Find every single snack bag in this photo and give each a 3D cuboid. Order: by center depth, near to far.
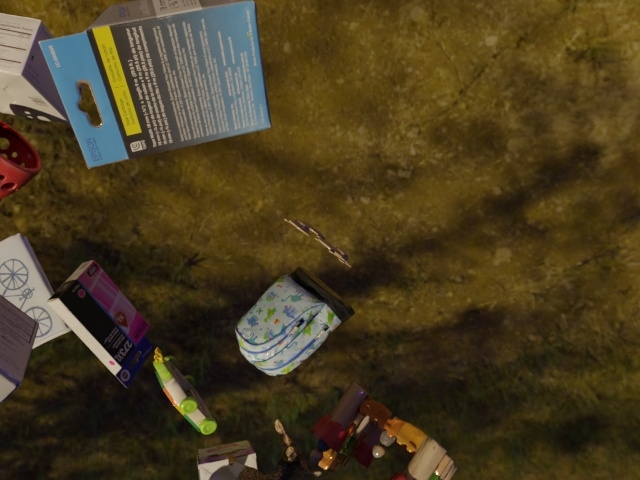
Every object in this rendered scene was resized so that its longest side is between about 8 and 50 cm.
[{"bbox_3d":[-0.940,0.196,1.689,0.342,0.323,0.037,-28,179,-7],"label":"snack bag"}]

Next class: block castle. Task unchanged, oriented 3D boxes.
[{"bbox_3d":[0.158,0.553,1.476,0.213,0.303,0.453,-52,152,-12],"label":"block castle"}]

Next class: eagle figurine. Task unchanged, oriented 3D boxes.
[{"bbox_3d":[-0.150,0.517,1.163,0.298,0.226,0.225,-39,-170,-18],"label":"eagle figurine"}]

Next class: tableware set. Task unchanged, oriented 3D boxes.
[{"bbox_3d":[0.000,0.000,1.240,0.020,0.168,0.141,-53,155,4],"label":"tableware set"}]

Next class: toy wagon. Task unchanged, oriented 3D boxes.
[{"bbox_3d":[-0.465,0.488,1.948,0.068,0.267,0.344,-37,125,-11],"label":"toy wagon"}]

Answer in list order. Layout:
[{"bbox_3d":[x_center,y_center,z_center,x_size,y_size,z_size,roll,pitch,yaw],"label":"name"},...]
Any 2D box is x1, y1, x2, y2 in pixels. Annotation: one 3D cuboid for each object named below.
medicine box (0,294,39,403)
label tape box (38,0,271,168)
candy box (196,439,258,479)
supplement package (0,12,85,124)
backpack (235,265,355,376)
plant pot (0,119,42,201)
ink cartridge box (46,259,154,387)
[{"bbox_3d":[-0.740,0.274,1.201,0.263,0.289,0.149,-44,114,-2],"label":"medicine box"},{"bbox_3d":[-0.267,-0.282,1.010,0.333,0.106,0.241,-14,134,-11],"label":"label tape box"},{"bbox_3d":[-0.279,0.657,1.742,0.164,0.070,0.196,-7,174,-14],"label":"candy box"},{"bbox_3d":[-0.735,-0.417,1.439,0.203,0.145,0.262,11,167,4],"label":"supplement package"},{"bbox_3d":[-0.112,0.281,1.988,0.356,0.290,0.273,-54,135,2],"label":"backpack"},{"bbox_3d":[-0.822,-0.185,1.455,0.174,0.191,0.191,-43,139,10],"label":"plant pot"},{"bbox_3d":[-0.633,0.253,1.770,0.069,0.176,0.371,-13,121,29],"label":"ink cartridge box"}]
